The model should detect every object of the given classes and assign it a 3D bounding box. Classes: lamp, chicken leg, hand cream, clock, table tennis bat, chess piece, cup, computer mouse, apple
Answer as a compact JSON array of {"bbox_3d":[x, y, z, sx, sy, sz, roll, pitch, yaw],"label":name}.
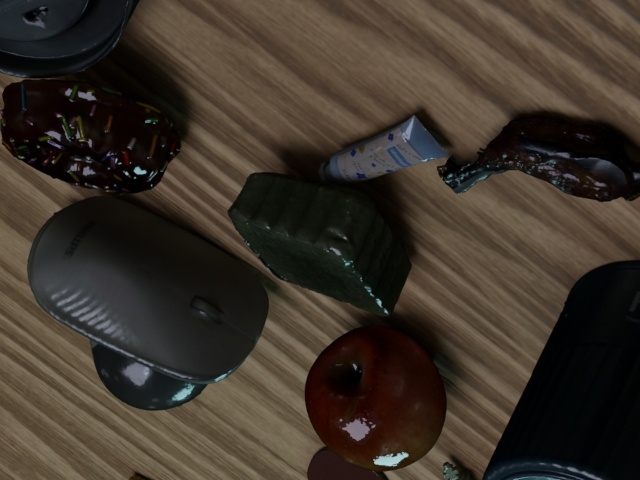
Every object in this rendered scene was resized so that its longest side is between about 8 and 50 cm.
[{"bbox_3d":[-0.253,0.086,2.024,0.182,0.182,0.314,-31,76,52],"label":"lamp"},{"bbox_3d":[0.226,-0.083,1.511,0.253,0.051,0.106,5,139,39],"label":"chicken leg"},{"bbox_3d":[0.066,-0.096,1.627,0.170,0.043,0.065,-19,124,44],"label":"hand cream"},{"bbox_3d":[-0.354,-0.332,1.617,0.325,0.067,0.325,11,133,12],"label":"clock"},{"bbox_3d":[0.037,0.397,2.225,0.138,0.022,0.246,30,141,9],"label":"table tennis bat"},{"bbox_3d":[0.213,0.370,2.026,0.059,0.059,0.149,-18,114,48],"label":"chess piece"},{"bbox_3d":[0.351,0.226,1.551,0.308,0.292,0.242,40,143,-5],"label":"cup"},{"bbox_3d":[-0.231,0.060,1.906,0.331,0.197,0.095,25,157,7],"label":"computer mouse"},{"bbox_3d":[0.075,0.204,1.852,0.181,0.181,0.168,-4,153,41],"label":"apple"}]

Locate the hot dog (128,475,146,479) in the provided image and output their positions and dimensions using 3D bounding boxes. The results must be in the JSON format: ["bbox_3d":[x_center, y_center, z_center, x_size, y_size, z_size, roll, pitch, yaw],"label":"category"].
[{"bbox_3d":[-0.279,0.453,2.527,0.137,0.028,0.044,20,115,16],"label":"hot dog"}]

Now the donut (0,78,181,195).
[{"bbox_3d":[-0.286,-0.124,1.767,0.235,0.089,0.235,13,165,3],"label":"donut"}]

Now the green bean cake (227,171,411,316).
[{"bbox_3d":[0.000,0.000,1.710,0.185,0.094,0.183,13,158,32],"label":"green bean cake"}]
